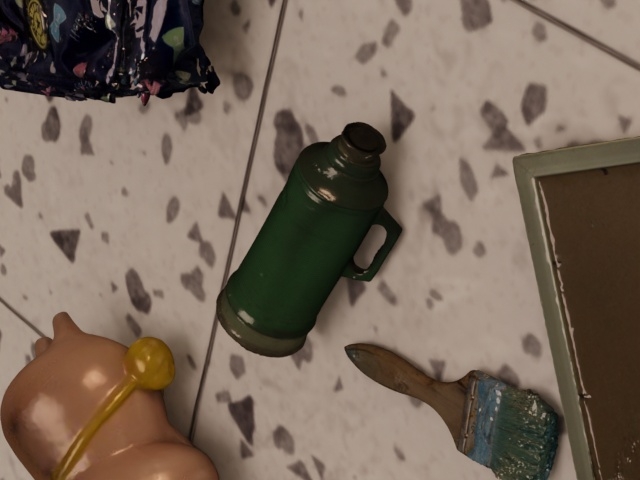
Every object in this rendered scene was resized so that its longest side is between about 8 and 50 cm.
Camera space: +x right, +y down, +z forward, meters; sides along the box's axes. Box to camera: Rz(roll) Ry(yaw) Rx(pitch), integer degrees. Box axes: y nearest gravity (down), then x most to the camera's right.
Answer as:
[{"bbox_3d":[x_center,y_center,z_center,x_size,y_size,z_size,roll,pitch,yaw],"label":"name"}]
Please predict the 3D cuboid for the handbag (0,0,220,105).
[{"bbox_3d":[-0.175,-0.185,1.367,0.260,0.113,0.162,14,105,51],"label":"handbag"}]

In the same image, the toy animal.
[{"bbox_3d":[-0.170,0.174,1.454,0.248,0.149,0.165,66,153,25],"label":"toy animal"}]

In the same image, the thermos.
[{"bbox_3d":[-0.005,-0.001,1.270,0.083,0.073,0.187,51,132,25],"label":"thermos"}]

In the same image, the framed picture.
[{"bbox_3d":[0.237,0.077,1.078,0.232,0.019,0.296,-6,98,44],"label":"framed picture"}]

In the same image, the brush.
[{"bbox_3d":[0.084,0.109,1.248,0.196,0.021,0.070,24,117,40],"label":"brush"}]
